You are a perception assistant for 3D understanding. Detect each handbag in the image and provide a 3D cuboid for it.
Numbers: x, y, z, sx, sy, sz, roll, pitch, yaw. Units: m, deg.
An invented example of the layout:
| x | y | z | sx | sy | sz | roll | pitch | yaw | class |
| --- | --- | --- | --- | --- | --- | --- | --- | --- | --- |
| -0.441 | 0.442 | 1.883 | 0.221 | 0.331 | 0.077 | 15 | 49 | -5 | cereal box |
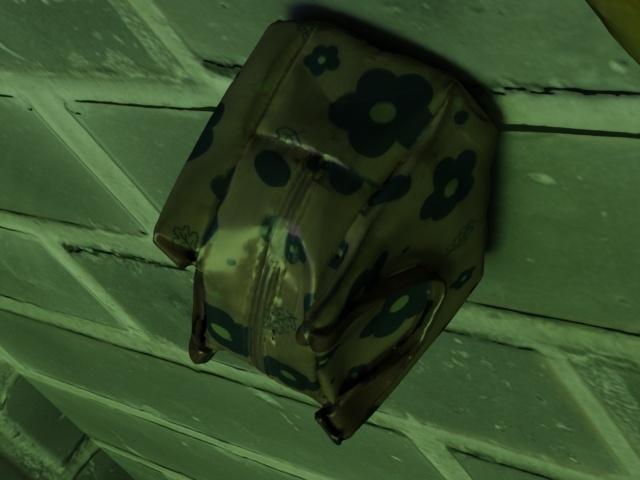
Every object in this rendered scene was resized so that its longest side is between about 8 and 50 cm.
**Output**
| x | y | z | sx | sy | sz | roll | pitch | yaw | class |
| --- | --- | --- | --- | --- | --- | --- | --- | --- | --- |
| 0.000 | 0.000 | 0.956 | 0.190 | 0.193 | 0.251 | 25 | 158 | 16 | handbag |

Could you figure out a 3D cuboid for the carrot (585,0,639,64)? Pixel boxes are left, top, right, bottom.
| x | y | z | sx | sy | sz | roll | pitch | yaw | class |
| --- | --- | --- | --- | --- | --- | --- | --- | --- | --- |
| 0.110 | -0.188 | 0.359 | 0.340 | 0.224 | 0.224 | 47 | 156 | -19 | carrot |
